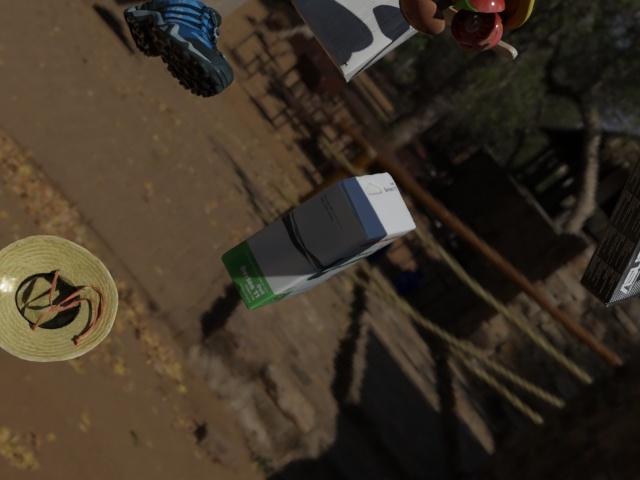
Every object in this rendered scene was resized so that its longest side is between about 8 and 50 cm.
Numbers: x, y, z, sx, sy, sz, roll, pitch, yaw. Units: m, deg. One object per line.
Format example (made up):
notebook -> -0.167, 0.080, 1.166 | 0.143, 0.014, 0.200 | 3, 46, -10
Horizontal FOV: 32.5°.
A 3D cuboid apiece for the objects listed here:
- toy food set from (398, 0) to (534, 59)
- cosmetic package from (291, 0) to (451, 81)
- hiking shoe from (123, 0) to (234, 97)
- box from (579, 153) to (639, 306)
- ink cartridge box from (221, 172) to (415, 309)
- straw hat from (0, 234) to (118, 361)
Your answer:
toy food set -> 0.120, -0.225, 0.975 | 0.128, 0.071, 0.218 | 39, -18, 19
cosmetic package -> 0.096, -0.275, 1.146 | 0.099, 0.239, 0.060 | 56, 4, 4
hiking shoe -> -0.212, -0.341, 1.805 | 0.304, 0.132, 0.113 | 42, -20, 43
box -> 0.346, -0.039, 1.022 | 0.184, 0.190, 0.045 | -14, 45, -37
ink cartridge box -> 0.000, 0.000, 1.441 | 0.153, 0.208, 0.086 | -13, 74, -60
straw hat -> -0.295, 0.067, 1.188 | 0.144, 0.144, 0.061 | 51, -17, -3
